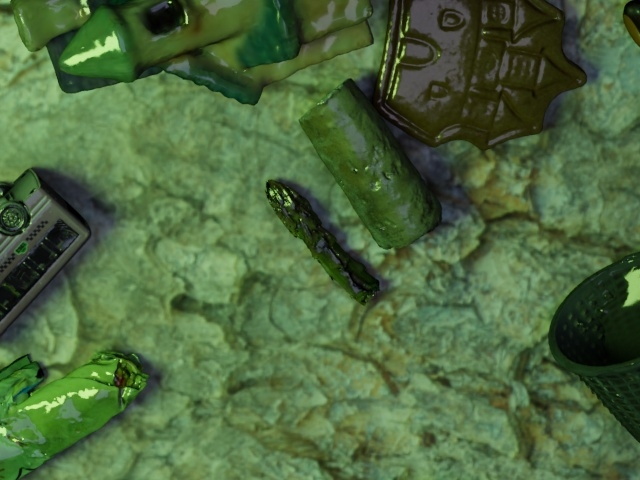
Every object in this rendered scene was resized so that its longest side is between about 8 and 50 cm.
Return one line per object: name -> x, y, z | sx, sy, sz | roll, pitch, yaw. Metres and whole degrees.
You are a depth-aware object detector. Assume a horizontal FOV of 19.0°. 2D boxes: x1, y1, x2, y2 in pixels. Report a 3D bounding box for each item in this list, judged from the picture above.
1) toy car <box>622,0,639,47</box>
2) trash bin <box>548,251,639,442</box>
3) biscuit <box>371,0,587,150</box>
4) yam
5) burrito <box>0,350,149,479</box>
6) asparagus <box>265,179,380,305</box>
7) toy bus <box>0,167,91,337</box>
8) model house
toy car -> 0.383, -0.277, 1.850 | 0.200, 0.142, 0.248 | -34, 110, -2
trash bin -> 0.341, 0.125, 1.949 | 0.175, 0.175, 0.161 | -33, 119, -2
biscuit -> 0.164, -0.176, 1.889 | 0.215, 0.034, 0.182 | 7, 104, -13
yam -> 0.047, -0.074, 1.871 | 0.078, 0.078, 0.179 | -36, 108, -1
burrito -> -0.307, 0.182, 1.880 | 0.288, 0.054, 0.104 | -30, 106, -1
asparagus -> 0.000, 0.000, 1.904 | 0.036, 0.030, 0.165 | -37, 109, 10
toy bus -> -0.306, 0.025, 1.818 | 0.178, 0.087, 0.098 | -47, 115, 1
model house -> -0.135, -0.246, 1.667 | 0.280, 0.312, 0.245 | -20, 111, -8
